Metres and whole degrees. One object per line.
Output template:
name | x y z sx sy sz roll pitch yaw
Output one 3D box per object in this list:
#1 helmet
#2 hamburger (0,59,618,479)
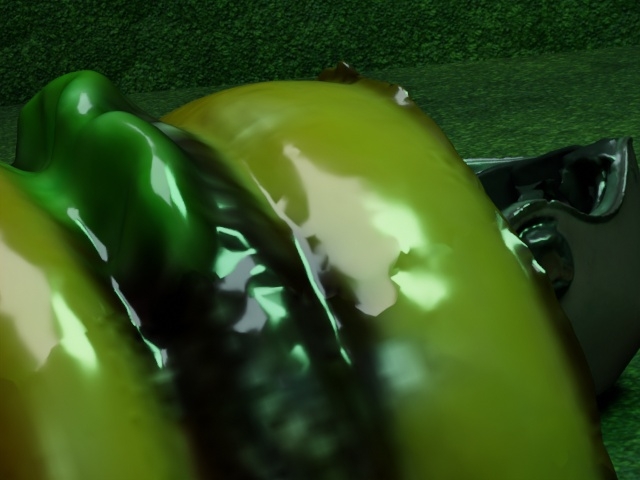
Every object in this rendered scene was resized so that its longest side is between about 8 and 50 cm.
helmet | 0.119 0.052 1.259 0.338 0.197 0.271 -30 16 -38
hamburger | -0.070 0.137 0.744 0.277 0.396 0.395 -14 16 -22
